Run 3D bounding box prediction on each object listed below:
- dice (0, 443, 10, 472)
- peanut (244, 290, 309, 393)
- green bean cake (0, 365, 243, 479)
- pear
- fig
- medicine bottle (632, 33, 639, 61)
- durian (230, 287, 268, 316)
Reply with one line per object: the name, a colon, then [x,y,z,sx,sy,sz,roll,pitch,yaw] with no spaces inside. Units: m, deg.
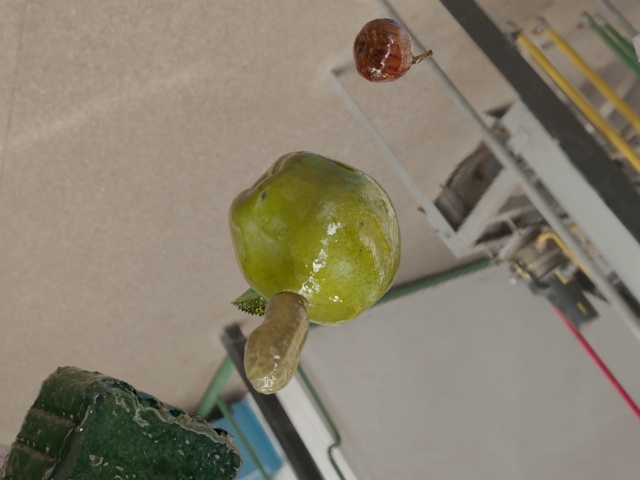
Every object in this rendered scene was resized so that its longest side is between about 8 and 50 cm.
dice: [-0.527,0.490,1.510,0.270,0.271,0.270,21,81,-33]
peanut: [-0.061,0.136,1.272,0.080,0.080,0.174,-60,-174,45]
green bean cake: [-0.300,0.362,1.295,0.300,0.169,0.307,38,69,-39]
pear: [0.000,0.000,1.493,0.294,0.294,0.294,-27,155,-14]
fig: [0.129,-0.373,1.791,0.150,0.128,0.128,-31,161,-44]
medicine bottle: [0.417,-0.157,1.053,0.069,0.183,0.119,-19,178,5]
durian: [-0.092,0.094,2.019,0.215,0.100,0.086,-36,149,-13]
